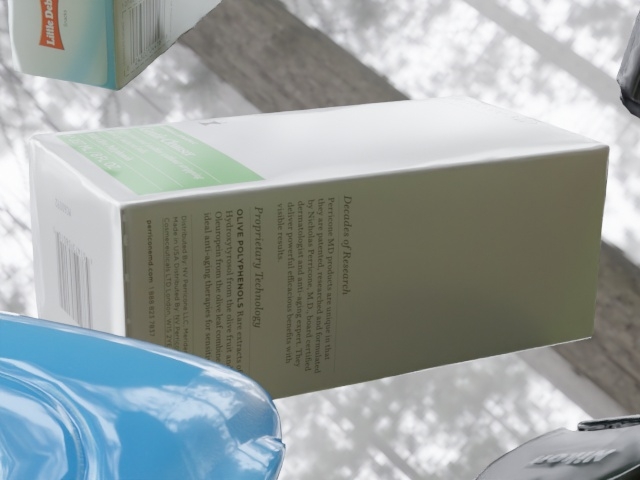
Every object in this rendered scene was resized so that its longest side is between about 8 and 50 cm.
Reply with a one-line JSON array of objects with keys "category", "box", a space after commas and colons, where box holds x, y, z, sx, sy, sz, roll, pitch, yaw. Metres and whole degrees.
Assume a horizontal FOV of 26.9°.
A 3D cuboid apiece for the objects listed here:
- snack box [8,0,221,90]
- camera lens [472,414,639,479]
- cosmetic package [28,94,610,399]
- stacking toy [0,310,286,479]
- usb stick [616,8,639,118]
[{"category": "snack box", "box": [-0.057, -0.227, 0.679, 0.322, 0.060, 0.187, -55, -26, -54]}, {"category": "camera lens", "box": [0.211, 0.266, 0.877, 0.219, 0.274, 0.219, -21, 5, 2]}, {"category": "cosmetic package", "box": [0.000, 0.000, 0.946, 0.365, 0.197, 0.155, -10, -69, -28]}, {"category": "stacking toy", "box": [-0.103, 0.178, 0.387, 0.175, 0.165, 0.302, -62, -21, -53]}, {"category": "usb stick", "box": [0.219, -0.189, 0.680, 0.077, 0.045, 0.278, -12, -50, -34]}]
